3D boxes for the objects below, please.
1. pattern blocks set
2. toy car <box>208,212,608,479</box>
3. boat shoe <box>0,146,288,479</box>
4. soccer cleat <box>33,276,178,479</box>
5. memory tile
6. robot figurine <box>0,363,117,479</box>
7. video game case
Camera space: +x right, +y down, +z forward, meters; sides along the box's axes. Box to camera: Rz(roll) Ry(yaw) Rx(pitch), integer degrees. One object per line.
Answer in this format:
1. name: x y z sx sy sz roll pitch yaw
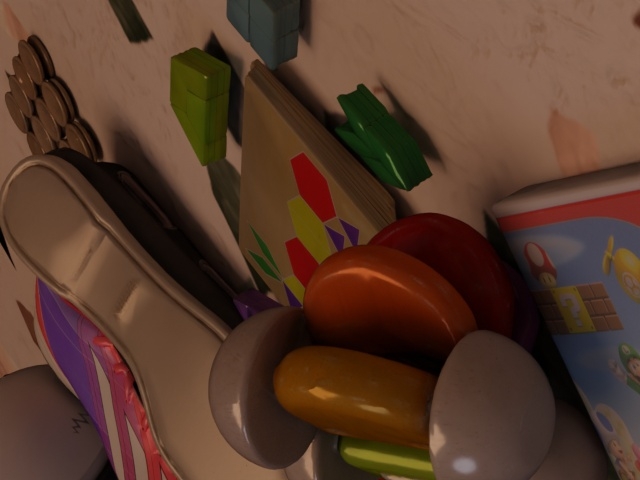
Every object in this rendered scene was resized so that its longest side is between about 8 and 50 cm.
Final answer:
1. pattern blocks set: 0.000 0.000 1.079 0.285 0.026 0.325 54 158 19
2. toy car: 0.050 0.061 0.892 0.159 0.136 0.182 6 158 29
3. boat shoe: -0.089 0.061 1.306 0.335 0.095 0.112 50 121 20
4. soccer cleat: -0.119 0.109 1.391 0.318 0.109 0.116 50 152 35
5. memory tile: -0.208 -0.088 1.474 0.113 0.012 0.148 59 160 7
6. robot figurine: -0.186 0.226 1.537 0.278 0.173 0.209 50 175 -26
7. video game case: 0.182 0.100 0.785 0.285 0.025 0.204 64 159 -6
